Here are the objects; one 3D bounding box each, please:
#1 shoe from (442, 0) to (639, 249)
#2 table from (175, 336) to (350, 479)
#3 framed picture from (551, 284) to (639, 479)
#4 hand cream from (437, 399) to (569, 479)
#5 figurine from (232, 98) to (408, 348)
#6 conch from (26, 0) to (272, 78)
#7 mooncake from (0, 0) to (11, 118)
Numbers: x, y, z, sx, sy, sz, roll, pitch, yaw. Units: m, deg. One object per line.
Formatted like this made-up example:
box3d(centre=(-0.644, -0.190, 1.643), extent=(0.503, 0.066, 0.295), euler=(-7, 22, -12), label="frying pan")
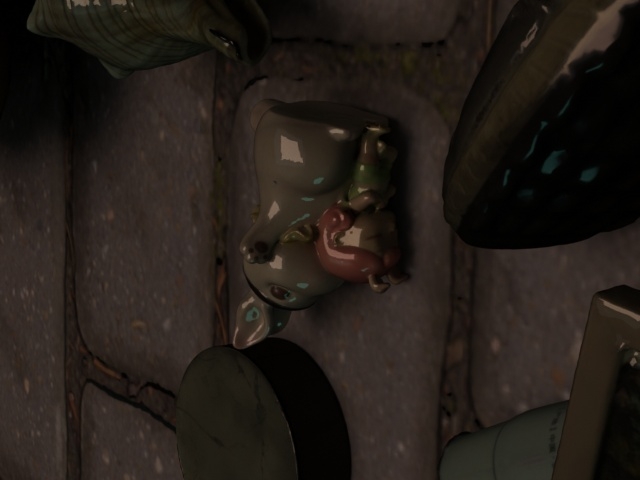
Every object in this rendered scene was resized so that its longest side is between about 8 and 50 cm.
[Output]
box3d(centre=(0.123, -0.146, 0.419), extent=(0.336, 0.132, 0.171), euler=(-55, 50, 38), label="shoe")
box3d(centre=(-0.039, 0.130, 0.724), extent=(0.133, 0.043, 0.134), euler=(11, 105, 50), label="table")
box3d(centre=(0.210, 0.179, 0.389), extent=(0.324, 0.020, 0.241), euler=(27, 121, 36), label="framed picture")
box3d(centre=(0.171, 0.071, 0.440), extent=(0.331, 0.058, 0.085), euler=(-28, 67, 50), label="hand cream")
box3d(centre=(-0.005, 0.001, 0.630), extent=(0.098, 0.081, 0.146), euler=(24, 114, 47), label="figurine")
box3d(centre=(-0.097, -0.155, 0.696), extent=(0.233, 0.137, 0.114), euler=(28, 146, 21), label="conch")
box3d(centre=(-0.360, -0.249, 0.840), extent=(0.467, 0.262, 0.467), euler=(-11, 78, 61), label="mooncake")
